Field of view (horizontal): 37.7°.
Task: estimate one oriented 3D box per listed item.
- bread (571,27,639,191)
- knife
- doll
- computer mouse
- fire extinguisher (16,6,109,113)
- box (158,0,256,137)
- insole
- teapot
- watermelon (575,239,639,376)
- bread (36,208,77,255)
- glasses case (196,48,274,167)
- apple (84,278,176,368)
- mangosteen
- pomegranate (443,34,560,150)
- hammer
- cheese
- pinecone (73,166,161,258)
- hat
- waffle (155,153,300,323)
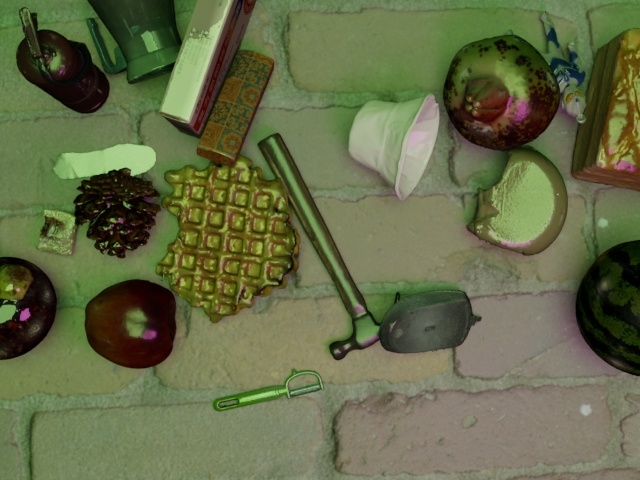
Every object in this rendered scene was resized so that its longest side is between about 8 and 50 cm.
[{"bbox_3d":[0.631,-0.224,1.698,0.279,0.207,0.279,14,90,1],"label":"bread"},{"bbox_3d":[-0.101,0.282,1.776,0.212,0.015,0.054,-14,88,-1],"label":"knife"},{"bbox_3d":[0.445,-0.320,1.758,0.114,0.057,0.227,-25,76,-6],"label":"doll"},{"bbox_3d":[0.195,0.149,1.741,0.229,0.068,0.113,-5,110,-31],"label":"computer mouse"},{"bbox_3d":[-0.449,-0.309,1.623,0.105,0.341,0.141,-20,87,-1],"label":"fire extinguisher"},{"bbox_3d":[-0.189,-0.368,1.691,0.069,0.214,0.353,18,88,2],"label":"box"},{"bbox_3d":[-0.411,-0.147,1.788,0.197,0.004,0.065,-7,89,-1],"label":"insole"},{"bbox_3d":[-0.344,-0.408,1.728,0.203,0.171,0.225,-16,96,31],"label":"teapot"},{"bbox_3d":[0.585,0.118,1.663,0.269,0.269,0.269,0,89,-1],"label":"watermelon"},{"bbox_3d":[-0.494,-0.015,1.770,0.070,0.035,0.083,14,86,-1],"label":"bread"},{"bbox_3d":[-0.156,-0.248,1.740,0.075,0.049,0.218,20,71,-1],"label":"glasses case"},{"bbox_3d":[-0.348,0.153,1.716,0.158,0.147,0.156,0,110,0],"label":"apple"},{"bbox_3d":[-0.583,0.111,1.676,0.192,0.217,0.192,-7,66,16],"label":"mangosteen"},{"bbox_3d":[0.313,-0.259,1.675,0.214,0.248,0.214,7,108,24],"label":"pomegranate"},{"bbox_3d":[0.000,0.000,1.769,0.168,0.044,0.440,-29,89,0],"label":"hammer"},{"bbox_3d":[0.375,-0.076,1.752,0.175,0.091,0.202,16,87,0],"label":"cheese"},{"bbox_3d":[-0.372,-0.051,1.719,0.173,0.173,0.173,0,89,-1],"label":"pinecone"},{"bbox_3d":[0.128,-0.184,1.724,0.126,0.203,0.203,18,89,18],"label":"hat"},{"bbox_3d":[-0.182,-0.007,1.751,0.281,0.058,0.301,-17,84,8],"label":"waffle"}]
